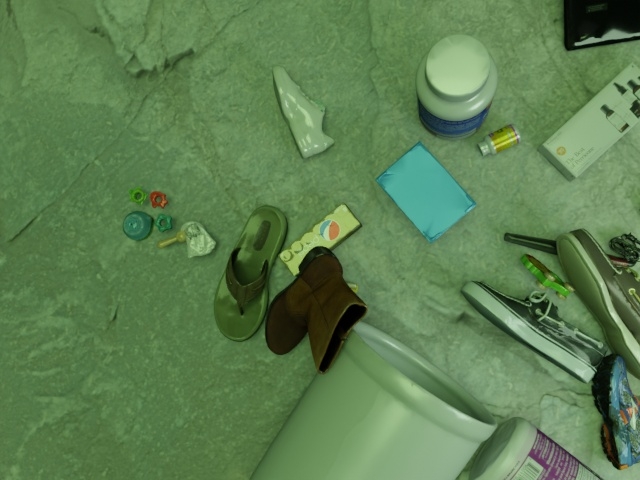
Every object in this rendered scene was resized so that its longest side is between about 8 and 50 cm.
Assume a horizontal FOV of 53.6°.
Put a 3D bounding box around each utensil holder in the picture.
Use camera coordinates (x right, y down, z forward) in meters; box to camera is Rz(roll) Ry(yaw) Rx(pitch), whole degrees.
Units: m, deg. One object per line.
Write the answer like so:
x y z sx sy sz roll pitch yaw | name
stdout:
0.083 0.397 1.188 0.328 0.327 0.385 34 95 10 | utensil holder

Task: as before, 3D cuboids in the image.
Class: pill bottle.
0.449 0.489 1.194 0.301 0.169 0.169 38 93 9 | pill bottle
0.260 -0.294 1.223 0.152 0.272 0.152 -1 87 9 | pill bottle
0.370 -0.206 1.315 0.083 0.043 0.043 -25 83 7 | pill bottle

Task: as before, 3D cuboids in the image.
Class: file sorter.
0.215 -0.093 1.303 0.118 0.104 0.170 -41 82 4 | file sorter

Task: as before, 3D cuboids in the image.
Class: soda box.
0.000 0.000 1.356 0.181 0.058 0.061 -39 81 4 | soda box

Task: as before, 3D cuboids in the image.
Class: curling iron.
0.511 0.009 1.283 0.274 0.035 0.068 5 83 9 | curling iron

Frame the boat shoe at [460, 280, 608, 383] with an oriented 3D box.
0.425 0.154 1.250 0.306 0.113 0.105 34 86 7 | boat shoe

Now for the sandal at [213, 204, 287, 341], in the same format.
-0.160 0.066 1.362 0.120 0.086 0.302 15 89 10 | sandal

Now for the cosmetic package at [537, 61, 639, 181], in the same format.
0.564 -0.237 1.277 0.239 0.060 0.099 -44 80 4 | cosmetic package

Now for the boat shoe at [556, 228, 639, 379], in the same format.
0.573 0.110 1.222 0.097 0.116 0.324 -31 90 -4 | boat shoe

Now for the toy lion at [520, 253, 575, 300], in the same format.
0.448 0.067 1.270 0.100 0.096 0.034 25 115 -27 | toy lion

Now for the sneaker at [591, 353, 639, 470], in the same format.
0.591 0.329 1.235 0.087 0.083 0.221 -8 91 -3 | sneaker

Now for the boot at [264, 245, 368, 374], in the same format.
-0.012 0.173 1.226 0.096 0.280 0.264 30 103 -24 | boot

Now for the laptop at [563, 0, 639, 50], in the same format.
0.673 -0.644 1.308 0.382 0.236 0.408 -7 114 9 | laptop

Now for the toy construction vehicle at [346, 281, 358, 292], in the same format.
0.040 0.135 1.351 0.086 0.035 0.098 10 88 10 | toy construction vehicle

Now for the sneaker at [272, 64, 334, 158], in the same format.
-0.037 -0.289 1.381 0.094 0.080 0.212 -22 90 -4 | sneaker

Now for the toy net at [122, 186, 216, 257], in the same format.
-0.333 -0.035 1.422 0.232 0.045 0.122 18 87 8 | toy net
